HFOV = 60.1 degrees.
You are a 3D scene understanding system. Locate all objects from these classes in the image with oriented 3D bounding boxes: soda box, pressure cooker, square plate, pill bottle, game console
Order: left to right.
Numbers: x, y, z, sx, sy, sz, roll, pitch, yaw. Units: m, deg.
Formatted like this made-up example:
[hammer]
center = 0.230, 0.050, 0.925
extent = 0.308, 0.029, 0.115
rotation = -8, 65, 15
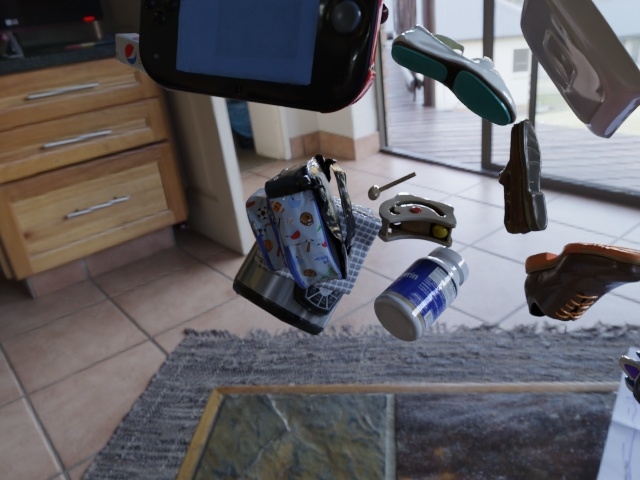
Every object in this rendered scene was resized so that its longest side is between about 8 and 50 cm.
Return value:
[soda box]
center = -0.455, -0.491, 1.471
extent = 0.216, 0.073, 0.069
rotation = 28, 34, 29
[game console]
center = -0.090, -0.366, 0.759
extent = 0.387, 0.342, 0.060
rotation = 14, 20, 23
[pressure cooker]
center = -0.064, 0.069, 1.913
extent = 0.376, 0.420, 0.370
rotation = 29, -6, 8
[pill bottle]
center = 0.281, 0.138, 1.506
extent = 0.153, 0.153, 0.265
rotation = 19, 47, 43
[square plate]
center = 0.483, -0.369, 1.074
extent = 0.049, 0.347, 0.344
rotation = -31, -11, 14

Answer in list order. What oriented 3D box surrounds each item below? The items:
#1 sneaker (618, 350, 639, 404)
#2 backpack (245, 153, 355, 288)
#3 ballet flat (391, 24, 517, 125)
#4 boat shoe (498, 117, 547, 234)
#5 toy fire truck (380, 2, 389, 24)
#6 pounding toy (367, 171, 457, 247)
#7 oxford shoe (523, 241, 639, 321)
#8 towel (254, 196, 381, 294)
[sneaker]
center = 0.676, 0.324, 1.085
extent = 0.323, 0.130, 0.236
rotation = -1, 29, -43
[backpack]
center = -0.034, -0.028, 1.212
extent = 0.213, 0.263, 0.276
rotation = -20, 13, 16
[ballet flat]
center = 0.382, -0.467, 1.500
extent = 0.400, 0.139, 0.139
rotation = 35, 38, 11
[boat shoe]
center = 0.522, -0.169, 1.468
extent = 0.111, 0.307, 0.104
rotation = 10, -15, -43
[toy fire truck]
center = 0.033, -0.570, 1.205
extent = 0.254, 0.302, 0.169
rotation = 19, 38, 24
[pounding toy]
center = 0.241, -0.085, 1.505
extent = 0.270, 0.154, 0.154
rotation = 17, 38, 18
[oxford shoe]
center = 0.479, 0.084, 1.003
extent = 0.130, 0.132, 0.363
rotation = 11, -9, 1
[towel]
center = 0.000, 0.000, 1.428
extent = 0.284, 0.235, 0.121
rotation = 17, 9, -19
